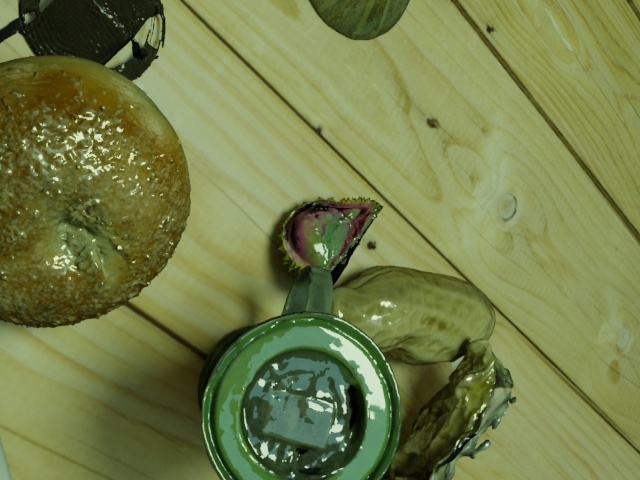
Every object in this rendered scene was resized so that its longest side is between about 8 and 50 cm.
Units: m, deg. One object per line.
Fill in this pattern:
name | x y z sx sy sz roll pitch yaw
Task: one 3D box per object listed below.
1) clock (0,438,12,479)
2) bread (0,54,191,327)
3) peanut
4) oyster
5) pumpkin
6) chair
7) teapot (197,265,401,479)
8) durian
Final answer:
clock | -0.438 0.230 0.752 0.231 0.116 0.262 -18 103 -34
bread | -0.270 -0.036 0.781 0.306 0.159 0.305 -15 128 -20
peanut | 0.128 0.116 1.137 0.325 0.140 0.153 2 107 -34
oyster | 0.181 0.301 1.139 0.238 0.115 0.351 -10 129 -60
pumpkin | 0.077 -0.411 1.102 0.217 0.110 0.217 -2 95 -30
chair | -0.270 -0.250 0.871 0.174 0.149 0.213 46 25 -25
teapot | -0.042 0.162 0.899 0.200 0.337 0.270 15 80 -10
durian | -0.003 -0.002 1.079 0.108 0.119 0.186 34 64 8
